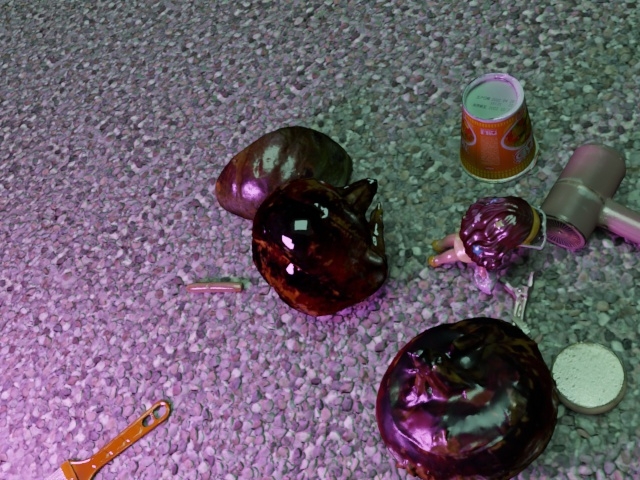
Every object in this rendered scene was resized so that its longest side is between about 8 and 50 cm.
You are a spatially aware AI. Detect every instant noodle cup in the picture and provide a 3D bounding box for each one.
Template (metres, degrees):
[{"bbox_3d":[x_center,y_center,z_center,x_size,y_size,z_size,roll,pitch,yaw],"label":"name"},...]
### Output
[{"bbox_3d":[0.349,-0.229,1.311,0.169,0.185,0.168,-8,61,14],"label":"instant noodle cup"}]

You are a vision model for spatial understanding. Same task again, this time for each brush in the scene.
[{"bbox_3d":[-0.426,0.425,1.315,0.314,0.017,0.090,-38,61,-5],"label":"brush"}]

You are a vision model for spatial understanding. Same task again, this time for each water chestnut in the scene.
[{"bbox_3d":[0.223,0.248,1.046,0.300,0.300,0.299,-8,61,14],"label":"water chestnut"},{"bbox_3d":[0.000,0.000,1.274,0.245,0.289,0.289,-15,53,-27],"label":"water chestnut"}]

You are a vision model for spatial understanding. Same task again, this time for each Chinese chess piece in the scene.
[{"bbox_3d":[0.450,0.231,1.110,0.122,0.051,0.122,-8,62,16],"label":"Chinese chess piece"}]

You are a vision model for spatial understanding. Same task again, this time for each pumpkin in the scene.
[{"bbox_3d":[-0.085,-0.128,1.427,0.312,0.148,0.169,-31,53,5],"label":"pumpkin"}]

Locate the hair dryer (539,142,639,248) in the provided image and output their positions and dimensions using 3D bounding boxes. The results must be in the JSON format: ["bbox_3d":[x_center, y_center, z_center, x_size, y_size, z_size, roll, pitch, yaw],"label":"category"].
[{"bbox_3d":[0.586,-0.030,1.194,0.344,0.106,0.189,30,73,20],"label":"hair dryer"}]

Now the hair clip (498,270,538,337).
[{"bbox_3d":[0.356,0.160,1.188,0.072,0.034,0.225,-3,64,21],"label":"hair clip"}]

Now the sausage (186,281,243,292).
[{"bbox_3d":[-0.229,0.100,1.419,0.133,0.024,0.024,-2,62,16],"label":"sausage"}]

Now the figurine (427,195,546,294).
[{"bbox_3d":[0.301,-0.003,1.218,0.116,0.240,0.174,22,61,-17],"label":"figurine"}]
